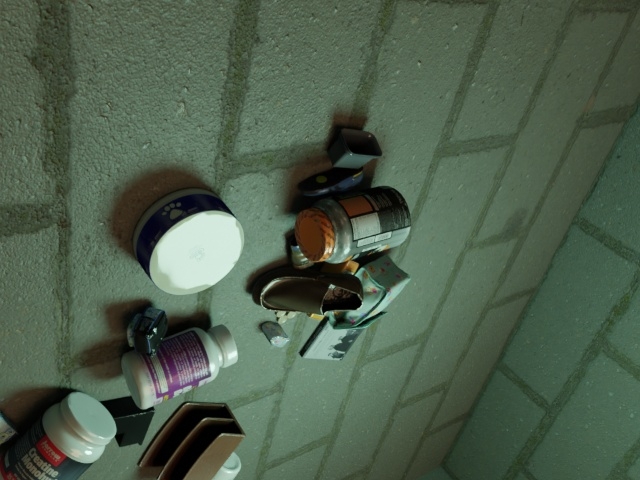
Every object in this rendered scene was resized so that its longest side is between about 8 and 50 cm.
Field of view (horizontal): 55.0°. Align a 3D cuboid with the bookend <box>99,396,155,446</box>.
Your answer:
[{"bbox_3d":[-0.600,0.552,1.847,0.156,0.072,0.157,0,125,-42],"label":"bookend"}]

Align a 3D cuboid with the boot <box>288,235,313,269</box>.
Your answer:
[{"bbox_3d":[0.000,0.000,1.880,0.219,0.082,0.106,-33,144,-13],"label":"boot"}]

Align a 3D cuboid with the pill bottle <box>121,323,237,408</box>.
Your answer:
[{"bbox_3d":[-0.398,0.350,1.765,0.301,0.169,0.169,-19,136,-29],"label":"pill bottle"}]

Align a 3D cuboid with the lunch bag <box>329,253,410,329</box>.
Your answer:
[{"bbox_3d":[0.159,0.200,2.132,0.262,0.160,0.223,-54,164,25],"label":"lunch bag"}]

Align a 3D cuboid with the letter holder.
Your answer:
[{"bbox_3d":[-0.441,0.708,2.080,0.214,0.152,0.302,24,107,-49],"label":"letter holder"}]

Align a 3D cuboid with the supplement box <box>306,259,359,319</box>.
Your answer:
[{"bbox_3d":[0.025,0.147,2.033,0.233,0.078,0.080,-54,145,6],"label":"supplement box"}]

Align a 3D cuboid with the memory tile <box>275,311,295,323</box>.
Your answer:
[{"bbox_3d":[-0.103,0.208,2.036,0.113,0.012,0.148,-29,140,-20],"label":"memory tile"}]

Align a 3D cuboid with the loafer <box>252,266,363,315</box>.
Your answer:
[{"bbox_3d":[-0.026,0.161,1.894,0.365,0.130,0.134,-2,110,-17],"label":"loafer"}]

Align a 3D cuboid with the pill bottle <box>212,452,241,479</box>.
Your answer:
[{"bbox_3d":[-0.408,0.895,2.298,0.131,0.131,0.229,17,112,-49],"label":"pill bottle"}]

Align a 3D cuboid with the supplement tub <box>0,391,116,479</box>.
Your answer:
[{"bbox_3d":[-0.709,0.564,1.657,0.272,0.191,0.191,-45,143,1],"label":"supplement tub"}]

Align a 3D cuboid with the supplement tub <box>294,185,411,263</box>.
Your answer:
[{"bbox_3d":[0.094,-0.045,1.802,0.316,0.193,0.194,-14,133,-34],"label":"supplement tub"}]

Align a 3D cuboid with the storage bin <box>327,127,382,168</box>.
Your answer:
[{"bbox_3d":[0.087,-0.255,1.725,0.135,0.098,0.091,-1,153,-43],"label":"storage bin"}]

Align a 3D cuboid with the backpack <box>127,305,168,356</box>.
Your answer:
[{"bbox_3d":[-0.466,0.237,1.656,0.114,0.084,0.105,-67,167,-46],"label":"backpack"}]

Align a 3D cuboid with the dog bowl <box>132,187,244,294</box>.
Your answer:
[{"bbox_3d":[-0.331,0.006,1.558,0.265,0.104,0.265,-25,138,-24],"label":"dog bowl"}]

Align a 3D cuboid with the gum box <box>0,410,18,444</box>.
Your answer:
[{"bbox_3d":[-0.879,0.475,1.541,0.157,0.041,0.184,-30,140,-19],"label":"gum box"}]

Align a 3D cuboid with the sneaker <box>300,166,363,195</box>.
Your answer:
[{"bbox_3d":[0.036,-0.156,1.777,0.209,0.069,0.082,-23,142,-26],"label":"sneaker"}]

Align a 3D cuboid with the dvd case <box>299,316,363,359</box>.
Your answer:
[{"bbox_3d":[0.049,0.374,2.319,0.238,0.029,0.179,17,112,-49],"label":"dvd case"}]

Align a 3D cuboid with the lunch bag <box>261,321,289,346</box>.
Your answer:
[{"bbox_3d":[-0.155,0.311,2.036,0.053,0.071,0.083,-47,145,10],"label":"lunch bag"}]
